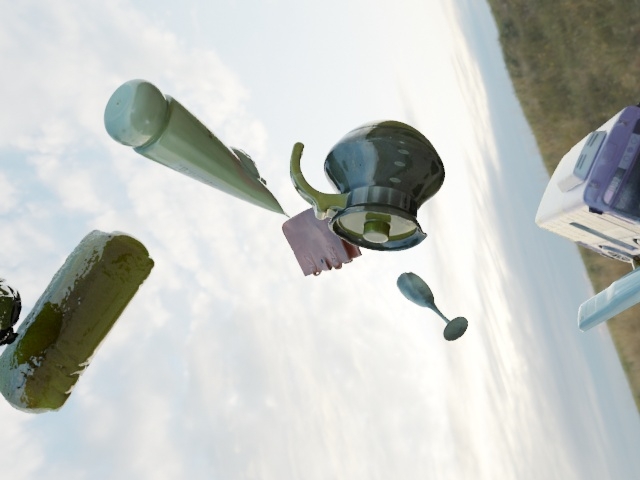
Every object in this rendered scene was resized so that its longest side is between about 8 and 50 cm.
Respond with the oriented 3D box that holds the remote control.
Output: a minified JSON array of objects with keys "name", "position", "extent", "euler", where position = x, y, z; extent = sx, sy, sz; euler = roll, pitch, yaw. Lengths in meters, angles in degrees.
[{"name":"remote control","position":[0.495,0.094,0.979],"extent":[0.029,0.162,0.061],"euler":[36,-135,-4]}]

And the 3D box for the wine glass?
[{"name":"wine glass","position":[0.293,0.237,1.955],"extent":[0.309,0.264,0.096],"euler":[-132,31,-51]}]

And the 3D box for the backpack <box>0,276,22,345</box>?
[{"name":"backpack","position":[-0.616,0.123,0.968],"extent":[0.207,0.253,0.139],"euler":[-2,-95,-21]}]

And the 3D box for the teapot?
[{"name":"teapot","position":[0.047,-0.059,0.616],"extent":[0.130,0.166,0.119],"euler":[102,177,-66]}]

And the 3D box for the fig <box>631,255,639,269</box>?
[{"name":"fig","position":[0.691,0.124,1.081],"extent":[0.175,0.207,0.175],"euler":[-11,-72,-39]}]

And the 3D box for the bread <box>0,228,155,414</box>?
[{"name":"bread","position":[-0.480,0.142,1.123],"extent":[0.383,0.166,0.112],"euler":[-60,-21,-17]}]

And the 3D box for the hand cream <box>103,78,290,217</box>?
[{"name":"hand cream","position":[-0.173,-0.123,0.863],"extent":[0.306,0.093,0.147],"euler":[32,-171,-48]}]

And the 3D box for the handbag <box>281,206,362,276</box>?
[{"name":"handbag","position":[0.000,0.000,1.362],"extent":[0.059,0.212,0.157],"euler":[-21,-91,-33]}]

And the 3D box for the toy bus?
[{"name":"toy bus","position":[0.600,-0.101,1.163],"extent":[0.209,0.249,0.440],"euler":[-65,-9,1]}]
